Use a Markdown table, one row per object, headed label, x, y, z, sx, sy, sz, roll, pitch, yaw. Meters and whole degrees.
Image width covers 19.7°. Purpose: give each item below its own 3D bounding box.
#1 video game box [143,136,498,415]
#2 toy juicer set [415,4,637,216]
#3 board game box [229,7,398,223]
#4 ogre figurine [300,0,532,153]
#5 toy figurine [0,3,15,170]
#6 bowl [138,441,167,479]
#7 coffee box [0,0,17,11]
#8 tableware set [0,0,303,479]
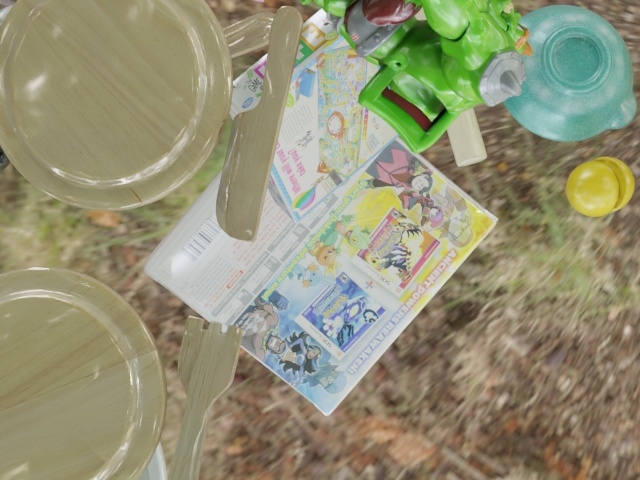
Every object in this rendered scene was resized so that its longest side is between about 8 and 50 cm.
| label | x | y | z | sx | sy | sz | roll | pitch | yaw |
| --- | --- | --- | --- | --- | --- | --- | --- | --- | --- |
| video game box | 0.000 | 0.000 | 1.418 | 0.187 | 0.048 | 0.205 | 40 | 97 | -9 |
| toy juicer set | 0.229 | -0.126 | 1.748 | 0.329 | 0.089 | 0.209 | 6 | 80 | -5 |
| board game box | -0.002 | -0.085 | 1.223 | 0.103 | 0.154 | 0.026 | -41 | 63 | -8 |
| ogre figurine | 0.046 | -0.116 | 0.972 | 0.118 | 0.097 | 0.197 | 53 | 148 | -8 |
| toy figurine | -0.369 | -0.143 | 1.725 | 0.213 | 0.148 | 0.209 | 24 | 59 | 2 |
| bowl | -0.239 | 0.222 | 1.438 | 0.298 | 0.134 | 0.298 | -5 | 70 | 13 |
| coffee box | -0.228 | -0.290 | 1.940 | 0.141 | 0.246 | 0.098 | 12 | 140 | 14 |
| tableware set | -0.079 | 0.001 | 0.632 | 0.128 | 0.039 | 0.194 | 13 | 91 | 11 |
